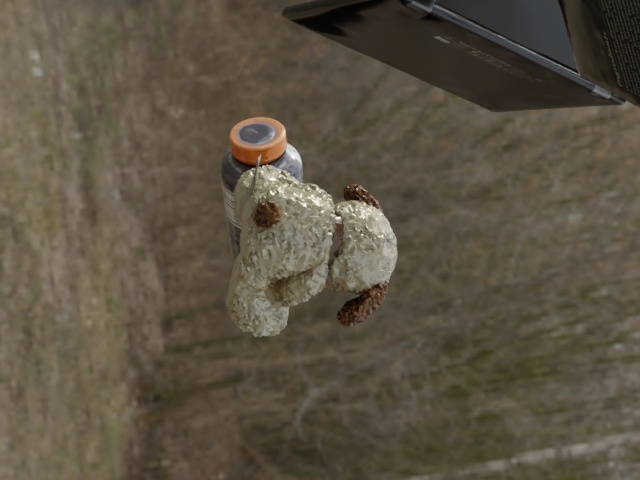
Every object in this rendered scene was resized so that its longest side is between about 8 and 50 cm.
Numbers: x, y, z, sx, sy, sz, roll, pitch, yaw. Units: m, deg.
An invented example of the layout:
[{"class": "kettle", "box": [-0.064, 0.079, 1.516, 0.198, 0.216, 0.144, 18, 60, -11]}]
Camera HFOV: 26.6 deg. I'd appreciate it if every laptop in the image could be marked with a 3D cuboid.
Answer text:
[{"class": "laptop", "box": [0.235, -0.336, 1.690, 0.408, 0.382, 0.236, 3, -104, 58]}]

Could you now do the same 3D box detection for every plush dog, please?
[{"class": "plush dog", "box": [0.000, 0.000, 1.907, 0.210, 0.225, 0.262, 129, -34, -62]}]

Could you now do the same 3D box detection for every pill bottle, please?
[{"class": "pill bottle", "box": [-0.089, -0.072, 2.138, 0.130, 0.130, 0.246, -96, -179, -50]}]

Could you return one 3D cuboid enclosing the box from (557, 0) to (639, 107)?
[{"class": "box", "box": [0.417, -0.256, 1.247, 0.395, 0.293, 0.212, -126, -167, -68]}]
